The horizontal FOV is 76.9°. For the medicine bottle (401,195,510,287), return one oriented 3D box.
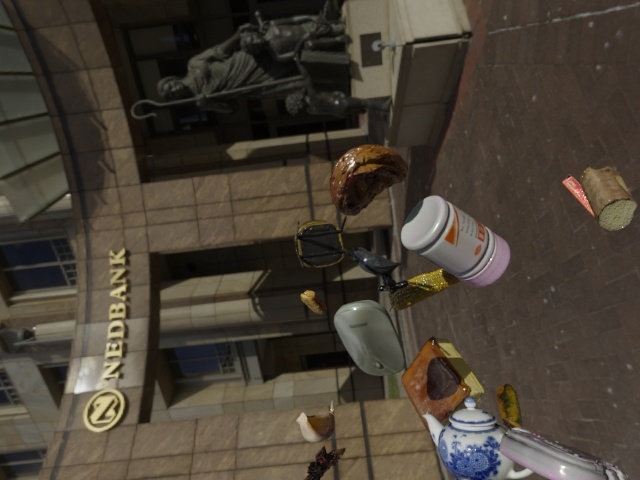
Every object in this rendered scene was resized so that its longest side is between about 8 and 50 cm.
[{"bbox_3d":[0.453,0.006,1.355,0.202,0.316,0.202,-49,24,31],"label":"medicine bottle"}]

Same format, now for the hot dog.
[{"bbox_3d":[0.154,-0.209,1.355,0.174,0.267,0.387,51,-168,3],"label":"hot dog"}]

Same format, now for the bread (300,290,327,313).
[{"bbox_3d":[-0.028,0.271,1.753,0.053,0.074,0.132,-56,-48,-26],"label":"bread"}]

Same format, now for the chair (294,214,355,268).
[{"bbox_3d":[0.000,0.000,1.295,0.247,0.159,0.172,140,121,-81],"label":"chair"}]

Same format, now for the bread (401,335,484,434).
[{"bbox_3d":[0.546,0.664,1.855,0.323,0.143,0.333,-66,28,25],"label":"bread"}]

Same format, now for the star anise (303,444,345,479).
[{"bbox_3d":[-0.002,0.795,1.423,0.053,0.212,0.157,36,157,49],"label":"star anise"}]

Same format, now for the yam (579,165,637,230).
[{"bbox_3d":[0.990,-0.156,1.394,0.129,0.128,0.238,-55,12,41],"label":"yam"}]

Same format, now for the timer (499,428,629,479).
[{"bbox_3d":[0.479,0.440,0.797,0.191,0.209,0.069,-5,62,62],"label":"timer"}]

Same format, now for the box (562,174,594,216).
[{"bbox_3d":[1.189,-0.188,1.809,0.123,0.050,0.229,15,-138,-46],"label":"box"}]

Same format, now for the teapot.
[{"bbox_3d":[0.537,0.688,1.395,0.424,0.253,0.279,-13,77,48],"label":"teapot"}]

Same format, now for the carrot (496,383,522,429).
[{"bbox_3d":[0.748,0.659,1.598,0.173,0.082,0.082,-69,-23,-50],"label":"carrot"}]

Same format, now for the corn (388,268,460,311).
[{"bbox_3d":[0.404,0.189,1.615,0.101,0.311,0.101,61,-173,-12],"label":"corn"}]

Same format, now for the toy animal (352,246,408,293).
[{"bbox_3d":[0.202,0.077,1.365,0.210,0.117,0.121,49,175,-7],"label":"toy animal"}]

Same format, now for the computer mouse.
[{"bbox_3d":[0.170,0.345,1.380,0.330,0.197,0.095,63,-153,-20],"label":"computer mouse"}]

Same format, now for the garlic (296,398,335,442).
[{"bbox_3d":[0.004,0.724,1.602,0.091,0.198,0.128,-33,69,41],"label":"garlic"}]
